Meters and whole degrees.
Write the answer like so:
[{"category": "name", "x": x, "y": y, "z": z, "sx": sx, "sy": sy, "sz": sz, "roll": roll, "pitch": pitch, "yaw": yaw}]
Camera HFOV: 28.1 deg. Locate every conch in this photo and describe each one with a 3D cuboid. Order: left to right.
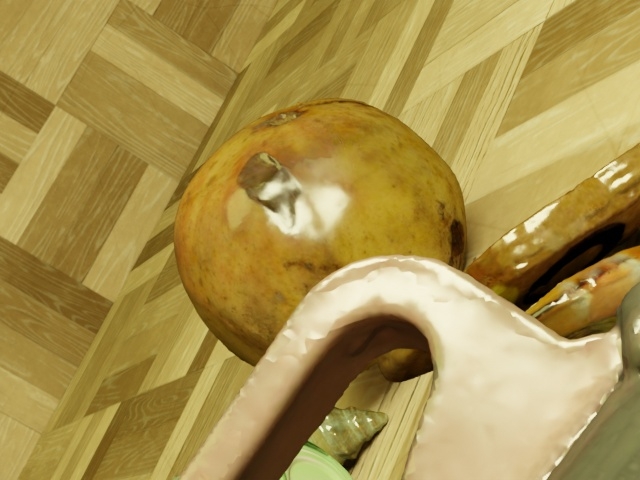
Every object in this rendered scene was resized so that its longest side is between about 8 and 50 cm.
[{"category": "conch", "x": -0.040, "y": 0.216, "z": 1.202, "sx": 0.234, "sy": 0.137, "sz": 0.114, "roll": -42, "pitch": -6, "yaw": 22}]

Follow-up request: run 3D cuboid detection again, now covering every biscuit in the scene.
[{"category": "biscuit", "x": 0.164, "y": 0.013, "z": 0.890, "sx": 0.290, "sy": 0.041, "sz": 0.208, "roll": -33, "pitch": -13, "yaw": -9}]

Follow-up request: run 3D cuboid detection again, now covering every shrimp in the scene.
[{"category": "shrimp", "x": 0.153, "y": 0.075, "z": 0.866, "sx": 0.068, "sy": 0.150, "sz": 0.248, "roll": 65, "pitch": 146, "yaw": 23}]

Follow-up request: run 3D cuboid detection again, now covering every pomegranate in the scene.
[{"category": "pomegranate", "x": 0.000, "y": 0.000, "z": 1.213, "sx": 0.281, "sy": 0.281, "sz": 0.281, "roll": -51, "pitch": 16, "yaw": 21}]

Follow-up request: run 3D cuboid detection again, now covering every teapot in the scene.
[{"category": "teapot", "x": 0.090, "y": 0.186, "z": 0.421, "sx": 0.361, "sy": 0.376, "sz": 0.305, "roll": -51, "pitch": -28, "yaw": -11}]

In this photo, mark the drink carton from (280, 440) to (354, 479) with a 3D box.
[{"category": "drink carton", "x": -0.042, "y": 0.252, "z": 1.080, "sx": 0.142, "sy": 0.144, "sz": 0.146, "roll": -40, "pitch": 34, "yaw": 17}]
